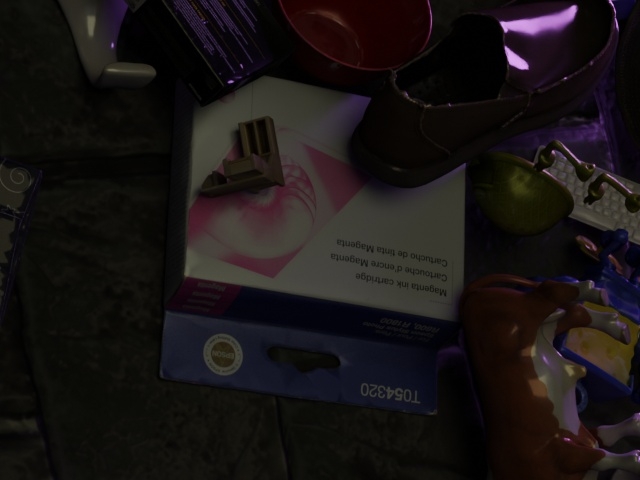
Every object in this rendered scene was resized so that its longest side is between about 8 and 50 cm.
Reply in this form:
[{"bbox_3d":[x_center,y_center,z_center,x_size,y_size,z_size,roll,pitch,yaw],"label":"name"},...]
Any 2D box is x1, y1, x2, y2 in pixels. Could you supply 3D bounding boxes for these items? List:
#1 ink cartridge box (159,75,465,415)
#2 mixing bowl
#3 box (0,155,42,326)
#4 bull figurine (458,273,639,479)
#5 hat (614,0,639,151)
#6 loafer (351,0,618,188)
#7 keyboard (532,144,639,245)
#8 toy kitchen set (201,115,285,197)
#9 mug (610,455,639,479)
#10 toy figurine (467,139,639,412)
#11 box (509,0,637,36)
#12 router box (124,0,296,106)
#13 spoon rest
[{"bbox_3d":[0.000,0.000,1.770,0.324,0.071,0.330,9,70,-24],"label":"ink cartridge box"},{"bbox_3d":[0.019,-0.233,1.820,0.181,0.098,0.181,12,57,-19],"label":"mixing bowl"},{"bbox_3d":[-0.404,-0.012,1.533,0.247,0.142,0.163,19,69,-19],"label":"box"},{"bbox_3d":[0.239,0.181,1.752,0.101,0.188,0.310,-23,99,-67],"label":"bull figurine"},{"bbox_3d":[0.509,-0.206,1.983,0.331,0.134,0.331,-8,104,-32],"label":"hat"},{"bbox_3d":[0.194,-0.184,1.786,0.134,0.130,0.366,42,59,19],"label":"loafer"},{"bbox_3d":[0.360,-0.032,1.945,0.256,0.014,0.072,22,64,0],"label":"keyboard"},{"bbox_3d":[-0.086,-0.087,1.684,0.068,0.083,0.075,-14,76,16],"label":"toy kitchen set"},{"bbox_3d":[0.420,0.310,1.845,0.169,0.150,0.113,11,104,-28],"label":"mug"},{"bbox_3d":[0.295,0.077,1.825,0.362,0.191,0.217,32,72,-22],"label":"toy figurine"},{"bbox_3d":[0.300,-0.368,2.009,0.184,0.103,0.261,-17,83,-32],"label":"box"},{"bbox_3d":[-0.122,-0.236,1.713,0.179,0.046,0.133,55,41,1],"label":"router box"},{"bbox_3d":[-0.230,-0.267,1.742,0.137,0.084,0.276,2,61,-27],"label":"spoon rest"}]
